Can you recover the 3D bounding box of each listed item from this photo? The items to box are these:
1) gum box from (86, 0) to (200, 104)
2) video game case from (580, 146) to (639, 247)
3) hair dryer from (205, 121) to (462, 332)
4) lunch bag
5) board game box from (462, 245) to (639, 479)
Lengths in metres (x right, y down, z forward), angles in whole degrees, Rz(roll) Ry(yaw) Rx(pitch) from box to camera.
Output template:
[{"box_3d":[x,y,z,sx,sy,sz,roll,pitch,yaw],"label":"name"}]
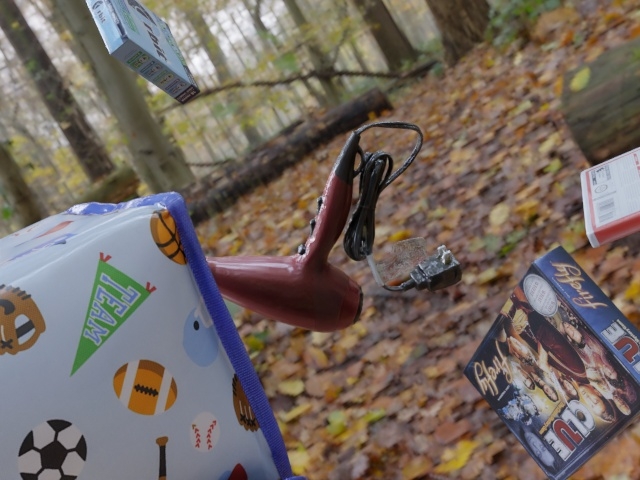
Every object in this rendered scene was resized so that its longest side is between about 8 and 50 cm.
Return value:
[{"box_3d":[-0.275,-0.309,1.409,0.041,0.157,0.184,-35,-28,14],"label":"gum box"},{"box_3d":[0.446,-0.093,1.077,0.285,0.025,0.204,-24,17,23],"label":"video game case"},{"box_3d":[0.000,0.000,1.045,0.293,0.224,0.080,-24,22,-2],"label":"hair dryer"},{"box_3d":[-0.197,0.200,0.701,0.327,0.386,0.239,-29,17,-35],"label":"lunch bag"},{"box_3d":[0.242,0.137,0.940,0.042,0.165,0.243,-28,-25,-24],"label":"board game box"}]
